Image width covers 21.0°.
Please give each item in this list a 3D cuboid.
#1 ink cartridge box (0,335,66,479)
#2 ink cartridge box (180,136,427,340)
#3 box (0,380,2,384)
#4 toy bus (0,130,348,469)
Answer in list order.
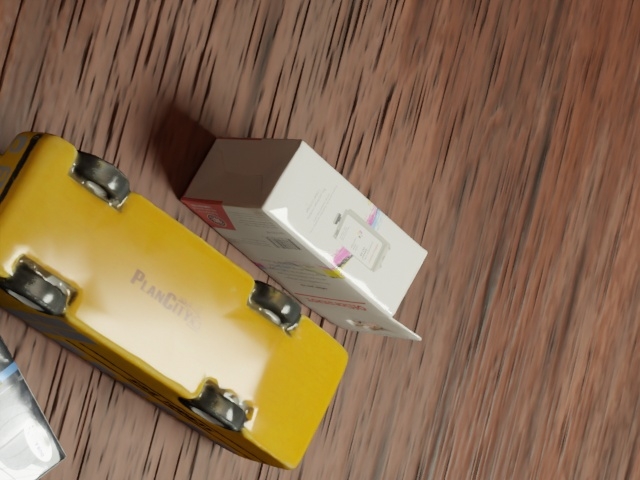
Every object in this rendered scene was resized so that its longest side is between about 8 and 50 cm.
[{"bbox_3d":[-0.343,0.173,1.158,0.332,0.065,0.165,-38,116,-28],"label":"ink cartridge box"},{"bbox_3d":[0.000,0.000,1.371,0.198,0.115,0.067,42,69,-33],"label":"ink cartridge box"},{"bbox_3d":[-0.290,0.128,1.117,0.169,0.059,0.054,-47,120,-26],"label":"box"},{"bbox_3d":[-0.125,0.048,1.270,0.332,0.130,0.108,37,73,-34],"label":"toy bus"}]
